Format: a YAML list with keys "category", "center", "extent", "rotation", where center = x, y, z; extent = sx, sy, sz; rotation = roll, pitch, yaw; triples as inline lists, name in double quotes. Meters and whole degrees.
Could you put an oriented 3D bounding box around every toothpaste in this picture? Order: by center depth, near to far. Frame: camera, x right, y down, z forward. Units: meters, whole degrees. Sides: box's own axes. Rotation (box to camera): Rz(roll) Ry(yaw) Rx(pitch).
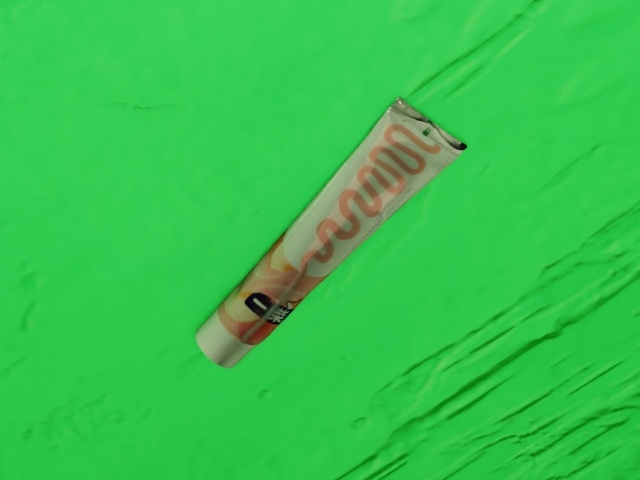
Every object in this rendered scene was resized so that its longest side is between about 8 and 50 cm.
- category: "toothpaste"
  center: [0.000, 0.000, 0.827]
  extent: [0.056, 0.036, 0.205]
  rotation: [31, 116, -28]
